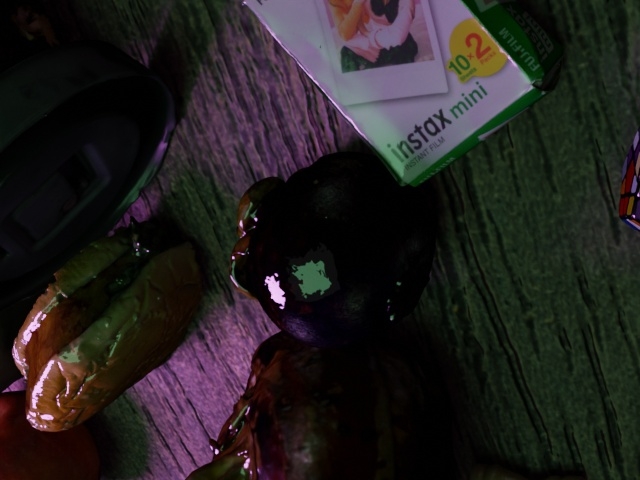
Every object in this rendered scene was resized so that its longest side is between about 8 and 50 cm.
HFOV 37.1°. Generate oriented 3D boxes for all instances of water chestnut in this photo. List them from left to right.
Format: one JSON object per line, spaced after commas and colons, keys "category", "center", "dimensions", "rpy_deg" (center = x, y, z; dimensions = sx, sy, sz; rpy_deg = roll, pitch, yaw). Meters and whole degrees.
{"category": "water chestnut", "center": [-0.020, 0.254, 1.002], "dimensions": [0.347, 0.335, 0.335], "rpy_deg": [3, 125, -11]}

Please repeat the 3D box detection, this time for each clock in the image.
{"category": "clock", "center": [-0.281, -0.058, 0.963], "dimensions": [0.067, 0.325, 0.325], "rpy_deg": [42, 129, 11]}

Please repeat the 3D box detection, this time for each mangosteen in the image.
{"category": "mangosteen", "center": [0.000, 0.000, 0.934], "dimensions": [0.230, 0.194, 0.194], "rpy_deg": [27, 129, 35]}

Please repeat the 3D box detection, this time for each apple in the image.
{"category": "apple", "center": [-0.419, 0.327, 1.329], "dimensions": [0.230, 0.230, 0.230], "rpy_deg": [13, 123, 22]}

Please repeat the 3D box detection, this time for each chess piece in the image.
{"category": "chess piece", "center": [0.228, 0.280, 1.047], "dimensions": [0.122, 0.066, 0.066], "rpy_deg": [-2, 116, 23]}

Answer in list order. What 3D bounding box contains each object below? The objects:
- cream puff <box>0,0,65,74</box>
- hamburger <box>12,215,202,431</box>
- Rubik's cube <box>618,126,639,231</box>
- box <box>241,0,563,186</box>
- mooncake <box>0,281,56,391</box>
{"category": "cream puff", "center": [-0.368, -0.175, 1.026], "dimensions": [0.239, 0.165, 0.239], "rpy_deg": [7, 104, 32]}
{"category": "hamburger", "center": [-0.264, 0.115, 1.125], "dimensions": [0.132, 0.211, 0.309], "rpy_deg": [43, 130, 6]}
{"category": "Rubik's cube", "center": [0.306, -0.044, 0.772], "dimensions": [0.133, 0.133, 0.112], "rpy_deg": [-4, 127, 31]}
{"category": "box", "center": [0.072, -0.188, 0.830], "dimensions": [0.250, 0.103, 0.180], "rpy_deg": [48, 129, -4]}
{"category": "mooncake", "center": [-0.511, 0.055, 1.235], "dimensions": [0.356, 0.194, 0.356], "rpy_deg": [11, 121, 19]}
